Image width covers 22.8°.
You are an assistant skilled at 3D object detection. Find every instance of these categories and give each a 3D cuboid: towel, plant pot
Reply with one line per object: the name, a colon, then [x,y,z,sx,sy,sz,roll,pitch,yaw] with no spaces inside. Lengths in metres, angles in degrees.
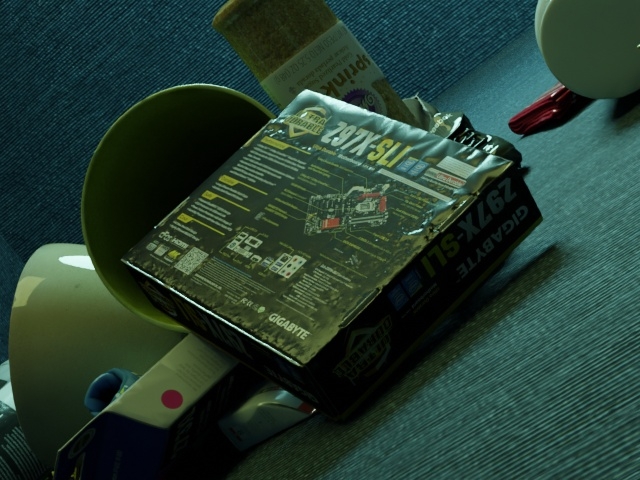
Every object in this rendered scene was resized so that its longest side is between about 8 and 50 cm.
towel: [0.372,-0.233,2.049,0.275,0.031,0.199,-37,3,-10]
plant pot: [-0.096,-0.028,1.886,0.274,0.275,0.293,-37,-13,12]
plant pot: [-0.242,0.139,1.983,0.190,0.284,0.284,-4,14,13]

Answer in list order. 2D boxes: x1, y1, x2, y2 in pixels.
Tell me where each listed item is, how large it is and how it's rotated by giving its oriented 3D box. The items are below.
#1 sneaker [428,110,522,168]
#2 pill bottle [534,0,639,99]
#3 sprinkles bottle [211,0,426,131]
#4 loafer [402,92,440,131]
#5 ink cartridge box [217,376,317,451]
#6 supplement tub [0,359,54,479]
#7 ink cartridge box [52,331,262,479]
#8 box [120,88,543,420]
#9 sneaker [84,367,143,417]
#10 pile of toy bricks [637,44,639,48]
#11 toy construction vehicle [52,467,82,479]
sneaker: [0.171,-0.107,1.904,0.078,0.106,0.234,-40,5,-5]
pill bottle: [0.326,-0.254,1.786,0.161,0.161,0.283,-37,5,20]
sprinkles bottle: [0.031,-0.141,1.771,0.121,0.355,0.121,-38,5,4]
loafer: [0.125,-0.136,2.375,0.134,0.130,0.366,-37,5,13]
ink cartridge box: [0.000,0.117,1.473,0.179,0.045,0.145,-37,5,46]
supplement tub: [-0.465,0.316,2.162,0.193,0.193,0.316,-34,7,46]
ink cartridge box: [-0.114,0.147,1.548,0.371,0.069,0.176,-40,-19,-34]
box: [0.000,0.000,1.426,0.257,0.079,0.322,-43,35,-17]
sneaker: [-0.196,0.178,1.773,0.091,0.126,0.240,-59,8,-7]
pile of toy bricks: [0.314,-0.163,1.369,0.118,0.105,0.212,-35,6,36]
toy construction vehicle: [-0.330,0.288,2.065,0.035,0.098,0.086,-2,-4,13]
